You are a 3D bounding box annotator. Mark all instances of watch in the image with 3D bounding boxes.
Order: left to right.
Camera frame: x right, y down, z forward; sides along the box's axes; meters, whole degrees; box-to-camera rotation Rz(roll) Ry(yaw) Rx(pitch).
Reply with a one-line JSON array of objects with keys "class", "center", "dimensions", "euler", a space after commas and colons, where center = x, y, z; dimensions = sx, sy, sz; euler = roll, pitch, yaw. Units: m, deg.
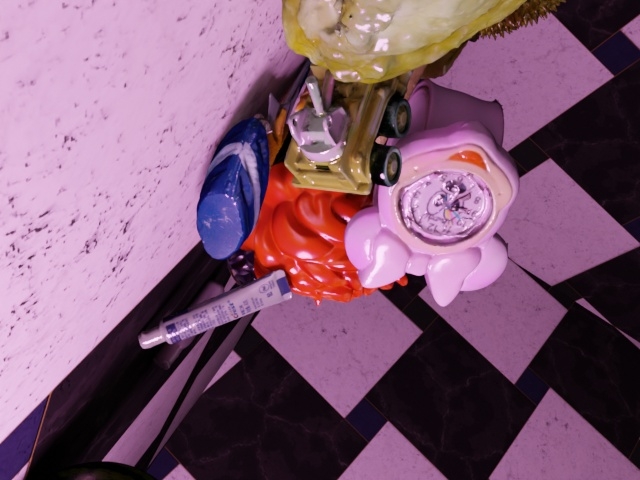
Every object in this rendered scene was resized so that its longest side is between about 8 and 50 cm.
[{"class": "watch", "center": [0.154, -0.074, 0.902], "dimensions": [0.217, 0.211, 0.248], "euler": [-85, -167, -56]}]

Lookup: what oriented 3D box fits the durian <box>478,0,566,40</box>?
[{"class": "durian", "center": [0.324, -0.492, 1.201], "dimensions": [0.291, 0.291, 0.224], "euler": [-56, 161, -13]}]

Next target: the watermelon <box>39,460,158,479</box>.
[{"class": "watermelon", "center": [-0.285, 0.402, 0.827], "dimensions": [0.269, 0.269, 0.269], "euler": [-57, 178, -3]}]

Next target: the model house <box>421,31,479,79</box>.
[{"class": "model house", "center": [0.181, -0.357, 1.043], "dimensions": [0.193, 0.175, 0.234], "euler": [-57, 175, -12]}]

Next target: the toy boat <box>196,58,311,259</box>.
[{"class": "toy boat", "center": [-0.070, -0.118, 0.805], "dimensions": [0.220, 0.067, 0.291], "euler": [114, -4, -53]}]

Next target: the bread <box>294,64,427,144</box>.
[{"class": "bread", "center": [0.061, -0.219, 0.896], "dimensions": [0.188, 0.126, 0.068], "euler": [-61, 147, -9]}]

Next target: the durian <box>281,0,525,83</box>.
[{"class": "durian", "center": [0.092, -0.259, 0.518], "dimensions": [0.256, 0.204, 0.340], "euler": [-41, -179, -23]}]

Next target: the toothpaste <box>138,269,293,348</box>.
[{"class": "toothpaste", "center": [-0.143, 0.098, 0.935], "dimensions": [0.216, 0.037, 0.062], "euler": [-22, 135, -6]}]

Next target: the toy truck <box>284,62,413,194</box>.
[{"class": "toy truck", "center": [0.040, -0.190, 0.771], "dimensions": [0.135, 0.128, 0.259], "euler": [49, 57, -53]}]

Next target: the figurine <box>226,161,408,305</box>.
[{"class": "figurine", "center": [-0.008, 0.001, 1.128], "dimensions": [0.412, 0.306, 0.241], "euler": [151, -54, -67]}]

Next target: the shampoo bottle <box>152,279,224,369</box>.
[{"class": "shampoo bottle", "center": [-0.222, 0.143, 1.158], "dimensions": [0.165, 0.040, 0.080], "euler": [-55, 178, -28]}]
